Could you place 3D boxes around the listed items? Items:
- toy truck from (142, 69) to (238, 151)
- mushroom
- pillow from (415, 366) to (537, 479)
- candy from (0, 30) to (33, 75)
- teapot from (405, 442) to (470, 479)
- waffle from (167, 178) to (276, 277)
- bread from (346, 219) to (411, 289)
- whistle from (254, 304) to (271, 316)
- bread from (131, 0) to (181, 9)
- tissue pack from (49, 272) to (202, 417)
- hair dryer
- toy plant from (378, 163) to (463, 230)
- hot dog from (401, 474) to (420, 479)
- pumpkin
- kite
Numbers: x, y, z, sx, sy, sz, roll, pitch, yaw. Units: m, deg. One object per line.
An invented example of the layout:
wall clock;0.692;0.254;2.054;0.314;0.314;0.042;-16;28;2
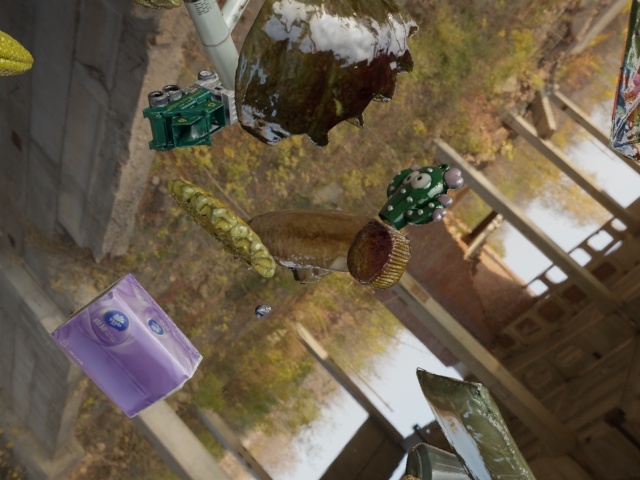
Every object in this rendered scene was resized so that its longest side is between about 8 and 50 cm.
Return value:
toy truck;-0.238;-0.249;1.016;0.216;0.116;0.110;-47;151;-43
mushroom;-0.024;-0.016;1.530;0.397;0.313;0.225;-15;-122;55
pillow;0.271;0.342;0.831;0.074;0.303;0.185;-34;-174;-20
candy;-0.642;-0.369;1.007;0.199;0.106;0.094;-53;150;-76
teapot;0.377;0.689;1.492;0.203;0.224;0.171;143;-46;-82
waffle;-0.187;-0.028;0.990;0.056;0.261;0.250;-47;130;-11
bread;0.068;0.016;0.645;0.053;0.085;0.085;22;120;-35
whistle;-0.140;0.165;1.208;0.033;0.029;0.083;-4;168;-20
bread;-0.382;-0.556;1.136;0.094;0.083;0.157;-11;173;9
tissue pack;-0.534;0.300;1.446;0.242;0.338;0.160;-35;-167;11
hair dryer;-0.110;-0.335;0.748;0.183;0.044;0.155;-57;154;-23
toy plant;0.274;-0.129;1.430;0.232;0.113;0.243;3;-128;43
hot dog;0.211;0.631;1.113;0.072;0.270;0.109;-11;-165;-13
pumpkin;0.016;-0.208;0.574;0.254;0.130;0.149;-53;165;3
kite;0.351;-0.116;0.506;0.233;0.322;0.016;-17;164;-22
